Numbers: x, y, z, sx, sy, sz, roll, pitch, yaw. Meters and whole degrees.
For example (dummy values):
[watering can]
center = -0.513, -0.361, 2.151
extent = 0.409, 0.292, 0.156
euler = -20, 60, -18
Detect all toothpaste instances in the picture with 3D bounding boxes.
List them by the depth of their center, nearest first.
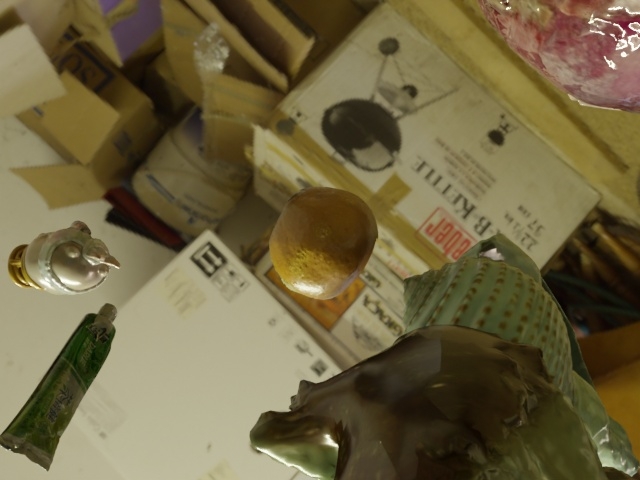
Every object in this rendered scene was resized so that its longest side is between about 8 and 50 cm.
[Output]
[toothpaste]
center = -0.335, 0.182, 1.048
extent = 0.078, 0.248, 0.047
euler = 38, 135, -17

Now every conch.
[conch]
center = 0.216, 0.158, 0.949
extent = 0.319, 0.215, 0.303
euler = 60, -156, -8

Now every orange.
[orange]
center = 0.000, 0.000, 1.010
extent = 0.134, 0.156, 0.156
euler = 47, 169, -5

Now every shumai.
[shumai]
center = 0.095, 0.236, 0.562
extent = 0.324, 0.397, 0.323
euler = -8, 117, 38

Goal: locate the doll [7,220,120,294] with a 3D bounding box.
[doll]
center = -0.249, 0.013, 0.786
extent = 0.127, 0.084, 0.073
euler = -6, 138, 28

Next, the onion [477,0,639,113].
[onion]
center = 0.140, -0.196, 0.334
extent = 0.227, 0.120, 0.283
euler = 63, 152, 26

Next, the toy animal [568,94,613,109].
[toy animal]
center = 0.461, -0.307, 1.207
extent = 0.124, 0.213, 0.124
euler = 16, -167, -4
